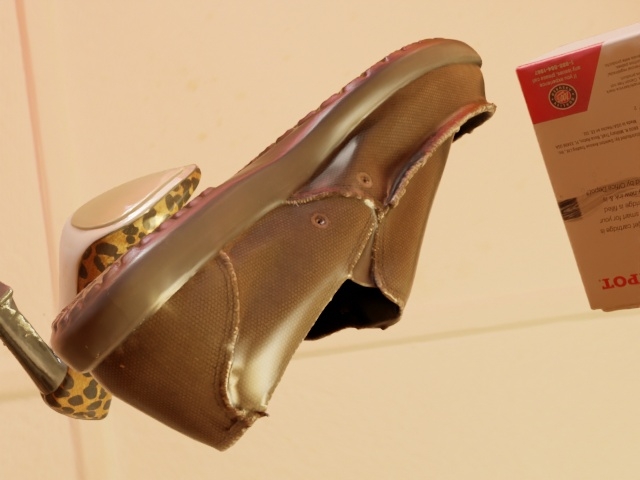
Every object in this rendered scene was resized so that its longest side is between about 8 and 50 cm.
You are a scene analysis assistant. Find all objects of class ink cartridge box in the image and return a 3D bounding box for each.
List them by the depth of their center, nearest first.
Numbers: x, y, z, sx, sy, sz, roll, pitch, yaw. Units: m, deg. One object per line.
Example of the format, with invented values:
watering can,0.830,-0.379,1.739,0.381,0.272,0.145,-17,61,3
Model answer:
ink cartridge box,0.298,-0.071,1.096,0.100,0.172,0.237,-29,-77,-49

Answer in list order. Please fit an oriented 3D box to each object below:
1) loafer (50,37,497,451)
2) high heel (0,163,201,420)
loafer,0.000,0.000,0.756,0.130,0.134,0.366,52,-128,-3
high heel,-0.194,0.054,1.257,0.261,0.093,0.186,-39,-57,-13
